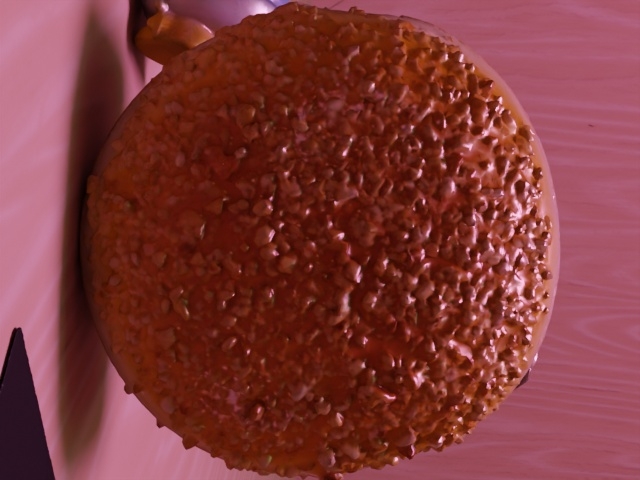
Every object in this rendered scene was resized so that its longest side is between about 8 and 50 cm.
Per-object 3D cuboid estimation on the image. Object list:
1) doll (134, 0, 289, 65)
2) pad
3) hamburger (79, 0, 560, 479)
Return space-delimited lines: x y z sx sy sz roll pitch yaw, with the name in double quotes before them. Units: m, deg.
"doll" -0.052 -0.261 1.119 0.177 0.141 0.314 37 64 -50
"pad" -0.154 0.132 0.796 0.157 0.003 0.112 90 5 -47
"hamburger" 0.000 0.000 0.954 0.170 0.302 0.302 172 -78 -76
